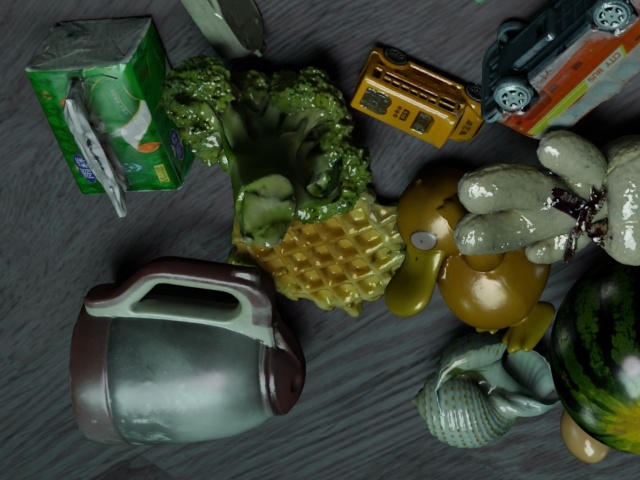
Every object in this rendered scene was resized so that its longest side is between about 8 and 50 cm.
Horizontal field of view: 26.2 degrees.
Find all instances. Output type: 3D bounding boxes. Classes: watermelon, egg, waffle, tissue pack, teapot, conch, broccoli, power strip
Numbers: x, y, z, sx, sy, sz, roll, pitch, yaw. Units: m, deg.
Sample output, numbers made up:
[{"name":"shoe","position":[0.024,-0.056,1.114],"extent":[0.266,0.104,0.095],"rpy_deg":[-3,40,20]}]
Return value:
[{"name":"watermelon","position":[0.419,0.143,1.733],"extent":[0.269,0.269,0.269],"rpy_deg":[9,136,9]},{"name":"egg","position":[0.386,0.276,1.986],"extent":[0.080,0.096,0.080],"rpy_deg":[7,140,6]},{"name":"waffle","position":[-0.001,0.002,1.867],"extent":[0.250,0.056,0.261],"rpy_deg":[18,134,-1]},{"name":"tissue pack","position":[-0.266,-0.150,1.730],"extent":[0.148,0.156,0.209],"rpy_deg":[1,135,20]},{"name":"teapot","position":[-0.181,0.148,1.958],"extent":[0.312,0.233,0.315],"rpy_deg":[-1,131,9]},{"name":"conch","position":[0.229,0.204,1.942],"extent":[0.200,0.131,0.172],"rpy_deg":[-10,107,-9]},{"name":"broccoli","position":[-0.060,-0.132,1.616],"extent":[0.254,0.302,0.186],"rpy_deg":[45,97,8]},{"name":"power strip","position":[-0.146,-0.321,1.577],"extent":[0.048,0.080,0.286],"rpy_deg":[-9,132,33]}]

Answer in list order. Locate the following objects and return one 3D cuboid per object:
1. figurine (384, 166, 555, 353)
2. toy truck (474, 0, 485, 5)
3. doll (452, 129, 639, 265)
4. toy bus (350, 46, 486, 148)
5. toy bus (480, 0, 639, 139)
[{"name":"figurine","position":[0.191,0.021,1.756],"extent":[0.228,0.215,0.215],"rpy_deg":[19,138,-22]},{"name":"toy truck","position":[0.160,-0.327,1.482],"extent":[0.154,0.078,0.080],"rpy_deg":[29,138,-36]},{"name":"doll","position":[0.293,-0.035,1.599],"extent":[0.278,0.149,0.175],"rpy_deg":[-9,165,-7]},{"name":"toy bus","position":[0.121,-0.164,1.646],"extent":[0.162,0.074,0.069],"rpy_deg":[24,135,-5]},{"name":"toy bus","position":[0.293,-0.221,1.510],"extent":[0.120,0.121,0.265],"rpy_deg":[27,136,-22]}]
